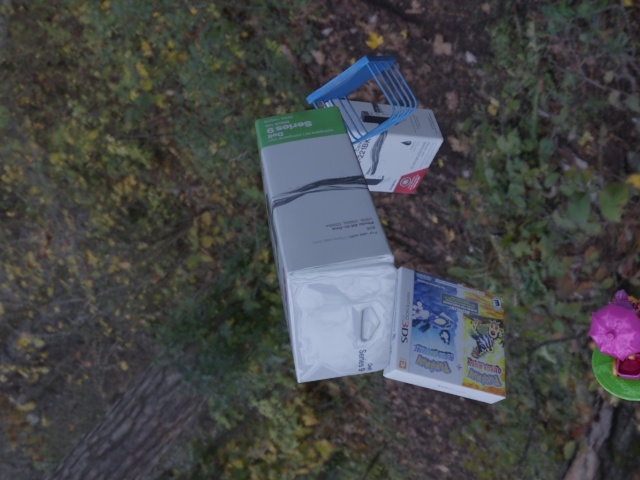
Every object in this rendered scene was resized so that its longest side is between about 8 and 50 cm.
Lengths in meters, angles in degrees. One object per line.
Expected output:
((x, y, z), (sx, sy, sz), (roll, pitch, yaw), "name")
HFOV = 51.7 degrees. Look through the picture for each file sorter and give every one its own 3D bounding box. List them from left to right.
((0.077, -0.229, 1.092), (0.118, 0.170, 0.104), (-30, 93, 25), "file sorter")

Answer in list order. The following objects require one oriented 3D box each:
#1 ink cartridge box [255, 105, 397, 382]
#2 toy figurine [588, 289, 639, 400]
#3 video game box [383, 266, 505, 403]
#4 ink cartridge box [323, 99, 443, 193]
((0.000, 0.000, 0.841), (0.289, 0.122, 0.211), (-105, 8, -45), "ink cartridge box")
((0.469, 0.135, 1.008), (0.130, 0.173, 0.159), (-1, 149, 35), "toy figurine")
((0.210, 0.157, 1.100), (0.205, 0.187, 0.048), (16, 151, -15), "video game box")
((0.128, -0.225, 1.607), (0.273, 0.114, 0.197), (3, 141, -18), "ink cartridge box")
